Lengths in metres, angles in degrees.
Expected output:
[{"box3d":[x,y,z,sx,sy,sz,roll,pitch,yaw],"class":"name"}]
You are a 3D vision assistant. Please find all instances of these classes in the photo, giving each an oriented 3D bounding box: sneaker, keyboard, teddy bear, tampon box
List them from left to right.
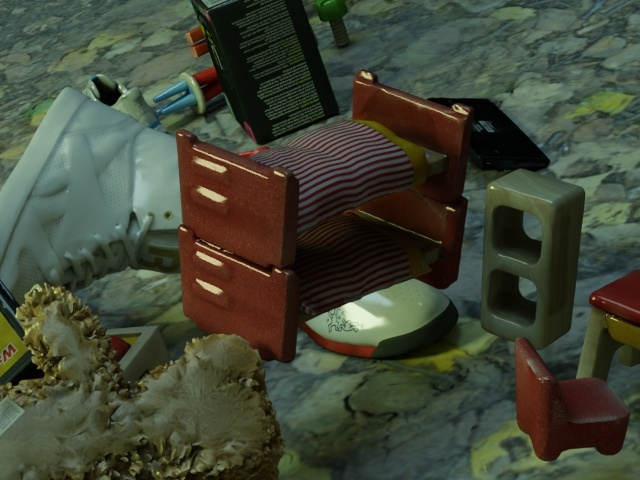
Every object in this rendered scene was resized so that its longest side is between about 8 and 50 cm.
[{"box3d":[-0.197,0.160,1.300,0.338,0.113,0.245,-23,66,-15],"class":"teddy bear"},{"box3d":[-0.187,0.003,1.551,0.169,0.108,0.292,21,52,1],"class":"sneaker"},{"box3d":[-0.254,-0.153,2.114,0.190,0.083,0.071,4,35,43],"class":"sneaker"},{"box3d":[-0.064,-0.206,1.994,0.101,0.161,0.120,-23,24,-7],"class":"tampon box"},{"box3d":[-0.001,0.000,1.541,0.090,0.145,0.270,-31,27,-25],"class":"sneaker"},{"box3d":[0.146,-0.095,1.788,0.100,0.038,0.192,1,20,-13],"class":"keyboard"}]

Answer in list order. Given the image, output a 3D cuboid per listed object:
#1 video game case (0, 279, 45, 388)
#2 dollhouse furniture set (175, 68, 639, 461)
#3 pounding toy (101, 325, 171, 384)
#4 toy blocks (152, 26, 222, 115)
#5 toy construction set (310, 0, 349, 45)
[{"box3d":[-0.366,0.104,1.448,0.275,0.035,0.248,-45,58,4],"class":"video game case"},{"box3d":[0.097,0.017,1.291,0.374,0.152,0.201,22,32,37],"class":"dollhouse furniture set"},{"box3d":[-0.189,0.124,1.469,0.130,0.100,0.141,-6,27,27],"class":"pounding toy"},{"box3d":[-0.123,-0.203,2.085,0.148,0.123,0.054,-29,54,-22],"class":"toy blocks"},{"box3d":[-0.053,-0.368,2.232,0.257,0.237,0.309,-15,25,8],"class":"toy construction set"}]
